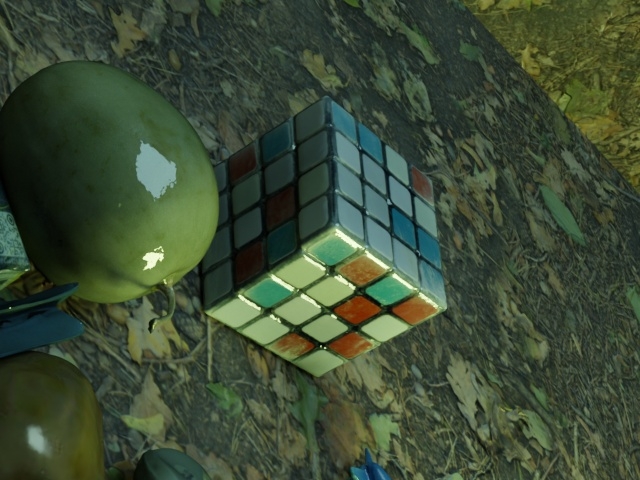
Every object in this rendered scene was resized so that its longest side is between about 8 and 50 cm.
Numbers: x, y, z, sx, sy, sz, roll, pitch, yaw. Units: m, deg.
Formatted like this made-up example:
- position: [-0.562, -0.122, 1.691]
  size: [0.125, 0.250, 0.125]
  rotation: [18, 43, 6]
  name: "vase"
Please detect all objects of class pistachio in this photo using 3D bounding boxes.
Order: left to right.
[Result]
- position: [-0.322, 0.190, 1.622]
  size: [0.213, 0.163, 0.260]
  rotation: [31, 18, -20]
  name: "pistachio"

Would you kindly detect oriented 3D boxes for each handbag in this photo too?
- position: [-0.364, 0.094, 1.655]
  size: [0.221, 0.144, 0.057]
  rotation: [-19, 103, -61]
  name: "handbag"

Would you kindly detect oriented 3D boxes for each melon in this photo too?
- position: [-0.253, -0.066, 1.873]
  size: [0.308, 0.272, 0.272]
  rotation: [68, 25, -16]
  name: "melon"

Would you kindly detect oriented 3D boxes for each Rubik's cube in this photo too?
- position: [0.000, 0.001, 2.231]
  size: [0.256, 0.253, 0.259]
  rotation: [35, 35, -38]
  name: "Rubik's cube"

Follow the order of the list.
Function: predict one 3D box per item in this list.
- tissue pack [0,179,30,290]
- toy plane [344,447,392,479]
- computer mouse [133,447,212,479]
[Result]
- position: [-0.439, -0.069, 1.752]
  size: [0.185, 0.081, 0.257]
  rotation: [3, 61, -59]
  name: "tissue pack"
- position: [0.118, 0.420, 2.191]
  size: [0.271, 0.105, 0.254]
  rotation: [57, 13, 2]
  name: "toy plane"
- position: [-0.124, 0.389, 1.815]
  size: [0.330, 0.095, 0.197]
  rotation: [63, 5, -1]
  name: "computer mouse"
